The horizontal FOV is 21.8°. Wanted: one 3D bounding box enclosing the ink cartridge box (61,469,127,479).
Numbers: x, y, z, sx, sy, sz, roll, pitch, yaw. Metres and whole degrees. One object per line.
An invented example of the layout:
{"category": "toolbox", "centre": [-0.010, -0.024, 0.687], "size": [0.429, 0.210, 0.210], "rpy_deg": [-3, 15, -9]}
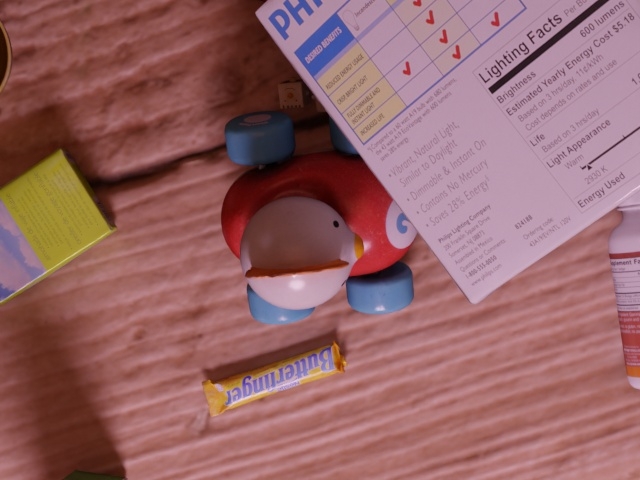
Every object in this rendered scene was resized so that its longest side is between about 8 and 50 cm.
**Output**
{"category": "ink cartridge box", "centre": [-0.257, 0.311, 1.724], "size": [0.062, 0.209, 0.109], "rpy_deg": [9, 92, 5]}

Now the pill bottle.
{"category": "pill bottle", "centre": [0.367, 0.041, 1.734], "size": [0.121, 0.121, 0.216], "rpy_deg": [-8, 91, 3]}

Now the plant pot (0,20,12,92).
{"category": "plant pot", "centre": [-0.387, -0.193, 1.776], "size": [0.134, 0.095, 0.134], "rpy_deg": [0, 91, 3]}

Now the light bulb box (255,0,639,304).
{"category": "light bulb box", "centre": [0.199, -0.198, 1.572], "size": [0.361, 0.225, 0.358], "rpy_deg": [54, 131, 2]}

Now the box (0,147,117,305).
{"category": "box", "centre": [-0.325, -0.008, 1.803], "size": [0.178, 0.042, 0.109], "rpy_deg": [-33, 89, 3]}

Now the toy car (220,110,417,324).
{"category": "toy car", "centre": [0.000, 0.000, 1.665], "size": [0.210, 0.238, 0.219], "rpy_deg": [-5, 110, 2]}

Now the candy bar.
{"category": "candy bar", "centre": [-0.049, 0.149, 1.807], "size": [0.161, 0.018, 0.040], "rpy_deg": [-18, 91, 4]}

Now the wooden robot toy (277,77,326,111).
{"category": "wooden robot toy", "centre": [0.043, -0.139, 1.773], "size": [0.173, 0.076, 0.079], "rpy_deg": [-4, 102, 3]}

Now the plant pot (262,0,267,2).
{"category": "plant pot", "centre": [-0.041, -0.346, 1.720], "size": [0.191, 0.174, 0.191], "rpy_deg": [0, 93, 4]}
